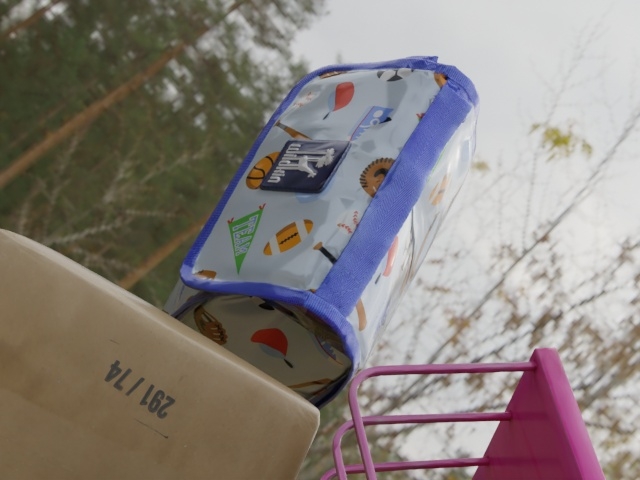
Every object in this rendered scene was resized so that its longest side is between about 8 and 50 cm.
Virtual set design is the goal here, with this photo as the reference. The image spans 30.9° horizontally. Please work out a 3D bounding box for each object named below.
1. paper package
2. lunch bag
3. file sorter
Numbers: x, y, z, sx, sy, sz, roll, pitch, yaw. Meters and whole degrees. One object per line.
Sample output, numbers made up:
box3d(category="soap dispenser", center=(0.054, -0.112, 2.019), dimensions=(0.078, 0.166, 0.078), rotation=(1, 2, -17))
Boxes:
box3d(category="paper package", center=(-0.205, 0.187, 0.895), dimensions=(0.325, 0.309, 0.168), rotation=(32, -16, -28))
box3d(category="lunch bag", center=(0.000, 0.000, 1.246), dimensions=(0.239, 0.328, 0.385), rotation=(35, -26, -8))
box3d(category="file sorter", center=(0.092, 0.257, 0.937), dimensions=(0.291, 0.182, 0.202), rotation=(104, -19, -44))
